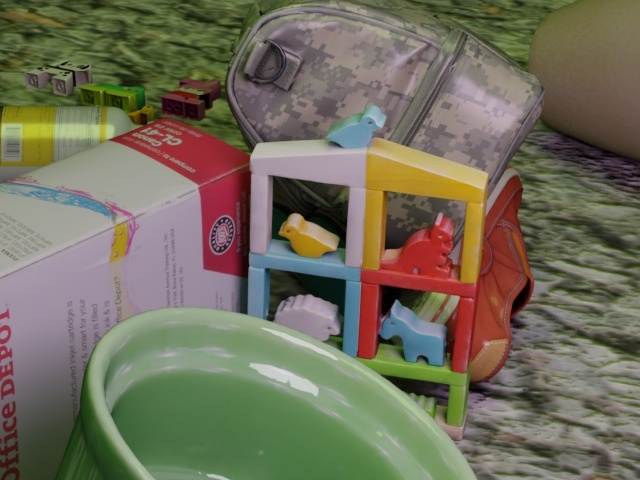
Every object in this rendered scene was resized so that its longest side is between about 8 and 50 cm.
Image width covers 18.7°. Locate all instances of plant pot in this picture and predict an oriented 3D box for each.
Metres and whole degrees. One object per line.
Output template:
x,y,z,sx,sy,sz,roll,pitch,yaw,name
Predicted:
0.369,-0.180,2.044,0.274,0.256,0.256,3,27,34,plant pot

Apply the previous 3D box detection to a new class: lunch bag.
0.037,-0.128,1.756,0.256,0.212,0.305,32,9,-6,lunch bag

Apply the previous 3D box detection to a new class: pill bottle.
-0.243,-0.083,1.938,0.184,0.103,0.103,1,31,-4,pill bottle

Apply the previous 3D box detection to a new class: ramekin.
-0.048,0.195,1.368,0.303,0.148,0.303,22,25,-11,ramekin

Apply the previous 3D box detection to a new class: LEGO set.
-0.193,-0.138,2.058,0.227,0.087,0.093,13,29,29,LEGO set

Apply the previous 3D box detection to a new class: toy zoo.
0.035,0.026,1.594,0.192,0.293,0.030,8,32,9,toy zoo

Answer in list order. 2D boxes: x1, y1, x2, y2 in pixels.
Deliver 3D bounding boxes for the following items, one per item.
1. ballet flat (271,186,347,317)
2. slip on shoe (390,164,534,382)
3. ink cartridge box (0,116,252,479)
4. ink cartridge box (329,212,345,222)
0.000,0.000,1.847,0.086,0.086,0.248,-19,37,-31,ballet flat
0.145,0.030,1.794,0.101,0.123,0.331,36,27,-6,slip on shoe
-0.199,0.057,1.592,0.306,0.226,0.131,-24,39,-37,ink cartridge box
0.072,-0.075,1.981,0.115,0.067,0.198,9,32,10,ink cartridge box
